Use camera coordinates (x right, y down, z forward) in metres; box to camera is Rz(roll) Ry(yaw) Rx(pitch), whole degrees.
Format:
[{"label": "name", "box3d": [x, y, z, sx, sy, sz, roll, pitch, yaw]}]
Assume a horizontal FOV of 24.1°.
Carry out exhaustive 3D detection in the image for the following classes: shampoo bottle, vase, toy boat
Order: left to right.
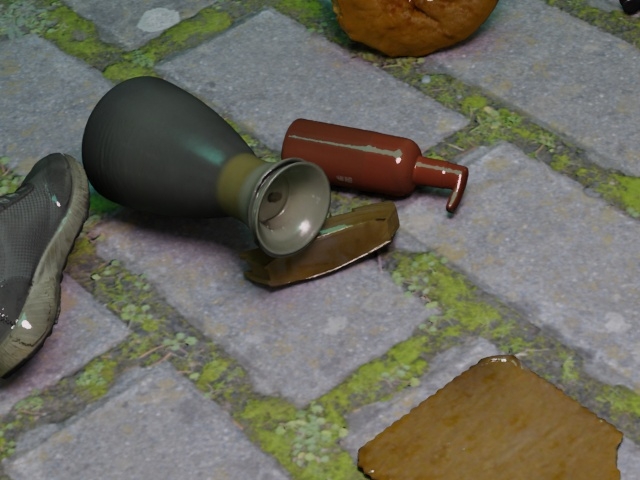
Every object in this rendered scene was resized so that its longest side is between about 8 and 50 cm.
[{"label": "vase", "box3d": [-0.137, -0.087, 1.855, 0.321, 0.173, 0.173, 23, 48, 41]}, {"label": "toy boat", "box3d": [0.000, 0.000, 1.856, 0.206, 0.064, 0.072, -19, 28, -10]}, {"label": "shampoo bottle", "box3d": [0.072, -0.099, 1.944, 0.244, 0.085, 0.085, 14, 45, 20]}]

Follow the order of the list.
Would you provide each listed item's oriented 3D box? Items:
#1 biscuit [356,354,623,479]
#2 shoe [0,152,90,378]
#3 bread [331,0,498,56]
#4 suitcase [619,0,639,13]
[{"label": "biscuit", "box3d": [0.190, 0.230, 1.603, 0.237, 0.013, 0.232, -33, 47, -26]}, {"label": "shoe", "box3d": [-0.393, -0.002, 1.803, 0.132, 0.171, 0.336, -37, 32, 35]}, {"label": "bread", "box3d": [0.129, -0.386, 2.151, 0.268, 0.268, 0.146, -7, 30, 0]}, {"label": "suitcase", "box3d": [0.588, -0.478, 2.248, 0.335, 0.152, 0.229, -9, 42, -3]}]
